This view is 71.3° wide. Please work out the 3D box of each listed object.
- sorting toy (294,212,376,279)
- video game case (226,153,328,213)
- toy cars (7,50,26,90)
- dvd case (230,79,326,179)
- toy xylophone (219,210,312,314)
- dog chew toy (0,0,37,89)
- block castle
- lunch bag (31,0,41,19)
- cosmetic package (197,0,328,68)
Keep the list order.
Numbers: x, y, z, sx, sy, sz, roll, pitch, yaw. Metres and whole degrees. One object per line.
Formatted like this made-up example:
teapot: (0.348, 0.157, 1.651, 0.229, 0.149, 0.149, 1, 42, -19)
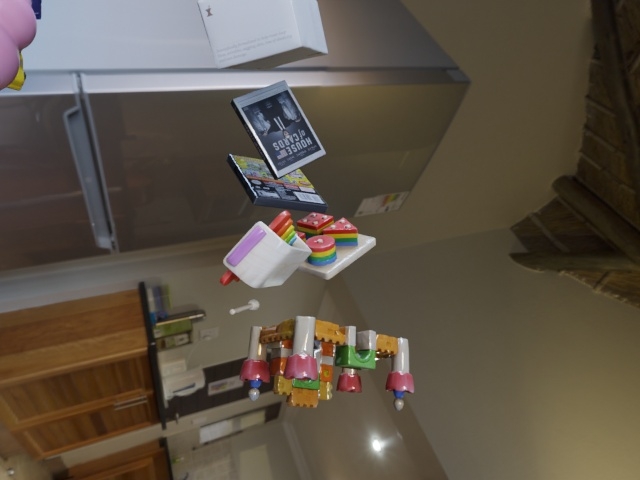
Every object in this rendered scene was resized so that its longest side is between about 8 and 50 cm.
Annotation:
sorting toy: (0.000, 0.000, 1.424, 0.256, 0.257, 0.089, 14, -57, 37)
video game case: (-0.140, -0.185, 1.455, 0.248, 0.275, 0.035, 55, -52, 38)
toy cars: (-0.838, -0.430, 1.097, 0.087, 0.176, 0.393, -30, -145, 25)
dvd case: (-0.112, -0.306, 1.229, 0.238, 0.179, 0.030, 60, -29, -4)
toy xylophone: (-0.125, 0.058, 1.016, 0.081, 0.236, 0.322, 44, -4, 10)
dog chew toy: (-0.627, -0.323, 0.758, 0.331, 0.207, 0.207, -59, -169, -21)
block castle: (0.022, 0.372, 1.286, 0.303, 0.454, 0.212, -20, -122, 46)
lunch bag: (-0.726, -0.638, 0.958, 0.220, 0.294, 0.138, -59, -173, 34)
cosmetic package: (-0.123, -0.534, 1.138, 0.385, 0.218, 0.156, -62, 141, -65)
